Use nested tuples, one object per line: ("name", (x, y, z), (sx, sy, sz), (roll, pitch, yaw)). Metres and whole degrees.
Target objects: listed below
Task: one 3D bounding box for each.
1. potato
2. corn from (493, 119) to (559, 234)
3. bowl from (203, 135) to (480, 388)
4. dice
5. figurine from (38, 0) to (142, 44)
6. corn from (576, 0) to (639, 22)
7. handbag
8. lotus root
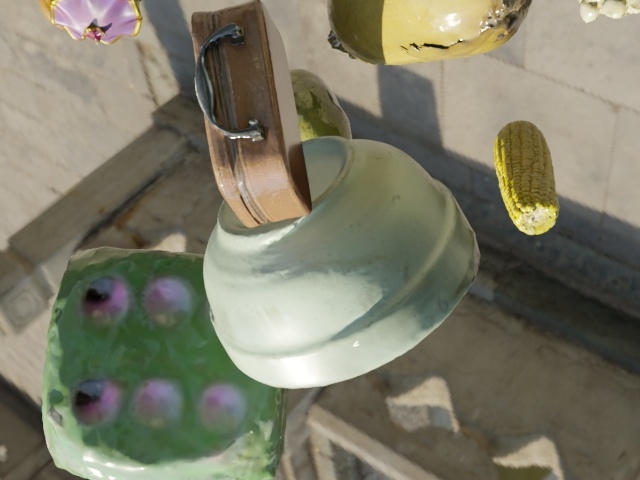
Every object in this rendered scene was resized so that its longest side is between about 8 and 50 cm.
("potato", (-0.026, -0.205, 1.743), (0.169, 0.143, 0.248), (42, -164, -48))
("corn", (0.241, -0.078, 1.153), (0.067, 0.206, 0.067), (1, 125, 2))
("bowl", (0.000, 0.000, 1.066), (0.307, 0.307, 0.163), (9, 139, 50))
("dice", (-0.203, 0.178, 1.407), (0.322, 0.318, 0.330), (4, 175, -1))
("figurine", (-0.277, -0.367, 1.249), (0.189, 0.263, 0.142), (6, 157, 14))
("corn", (0.223, -0.227, 0.583), (0.087, 0.087, 0.211), (30, 125, 30))
("handbag", (-0.063, -0.118, 0.906), (0.151, 0.072, 0.193), (52, -151, -76))
("lotus root", (0.093, -0.234, 0.929), (0.303, 0.146, 0.131), (-166, 69, -65))
